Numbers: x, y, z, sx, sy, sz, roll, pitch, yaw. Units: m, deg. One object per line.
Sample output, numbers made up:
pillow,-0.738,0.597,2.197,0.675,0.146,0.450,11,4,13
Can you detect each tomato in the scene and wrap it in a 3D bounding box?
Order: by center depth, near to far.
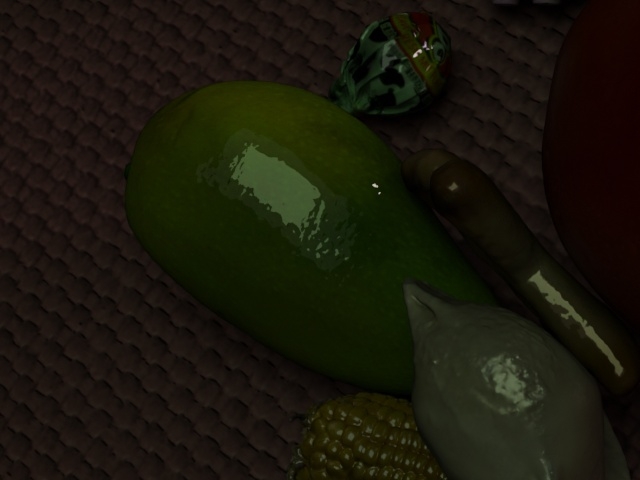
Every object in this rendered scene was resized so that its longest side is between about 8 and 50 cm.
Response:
tomato,0.300,-0.063,1.063,0.321,0.321,0.322,-6,67,15

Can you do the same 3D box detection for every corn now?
corn,0.123,0.186,1.159,0.305,0.106,0.106,13,73,20

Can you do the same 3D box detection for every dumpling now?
dumpling,0.139,0.114,1.086,0.215,0.166,0.126,31,105,35

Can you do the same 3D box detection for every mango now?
mango,0.000,0.000,1.237,0.343,0.156,0.192,34,102,10

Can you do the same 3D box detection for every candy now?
candy,-0.017,-0.090,1.346,0.305,0.083,0.091,-36,25,12

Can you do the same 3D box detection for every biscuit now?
biscuit,0.147,0.017,1.139,0.047,0.164,0.208,-43,101,3

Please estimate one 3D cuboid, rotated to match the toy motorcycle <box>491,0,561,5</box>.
toy motorcycle,0.271,-0.230,1.260,0.327,0.143,0.188,3,93,31
